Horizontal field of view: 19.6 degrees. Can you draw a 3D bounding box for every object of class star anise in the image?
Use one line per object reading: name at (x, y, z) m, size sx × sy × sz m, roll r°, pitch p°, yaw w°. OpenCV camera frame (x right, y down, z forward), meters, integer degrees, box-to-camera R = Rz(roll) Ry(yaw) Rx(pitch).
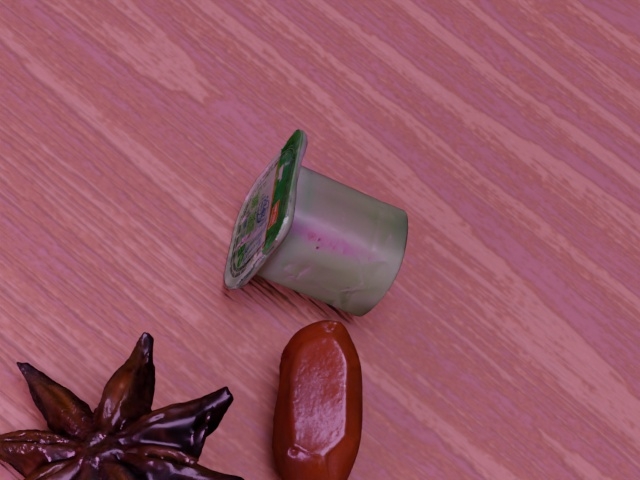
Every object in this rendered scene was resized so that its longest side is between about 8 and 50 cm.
star anise at (-0.187, 0.205, 1.633) m, size 0.272 × 0.102 × 0.272 m, roll -5°, pitch 47°, yaw 6°

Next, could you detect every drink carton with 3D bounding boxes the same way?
drink carton at (0.000, 0.000, 1.843) m, size 0.142 × 0.144 × 0.146 m, roll 23°, pitch 49°, yaw -19°

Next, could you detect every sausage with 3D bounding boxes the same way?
sausage at (-0.002, 0.158, 1.747) m, size 0.089 × 0.089 × 0.179 m, roll 10°, pitch 61°, yaw -17°
